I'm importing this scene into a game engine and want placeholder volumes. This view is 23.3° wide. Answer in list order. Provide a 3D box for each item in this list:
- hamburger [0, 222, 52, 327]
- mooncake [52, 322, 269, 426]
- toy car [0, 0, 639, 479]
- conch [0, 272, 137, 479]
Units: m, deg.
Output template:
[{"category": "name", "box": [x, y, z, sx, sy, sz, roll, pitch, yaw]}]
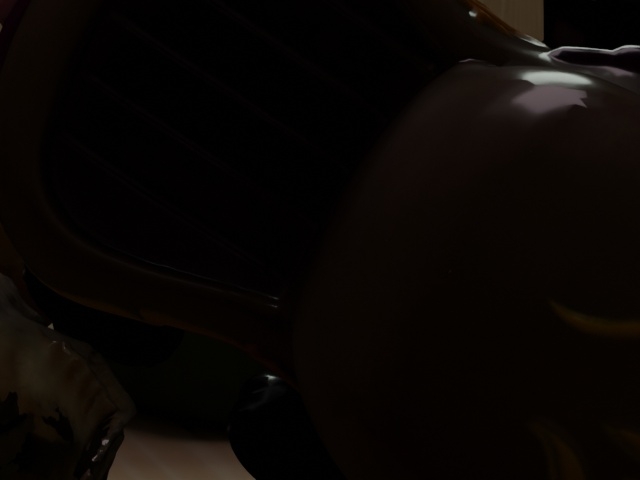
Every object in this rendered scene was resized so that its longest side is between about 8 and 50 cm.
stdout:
[{"category": "hamburger", "box": [-0.237, 0.025, 1.158, 0.155, 0.207, 0.135, 28, 22, -28]}, {"category": "mooncake", "box": [0.000, 0.000, 1.008, 0.356, 0.194, 0.356, -3, 5, 0]}, {"category": "toy car", "box": [0.021, -0.017, 0.600, 0.341, 0.271, 0.240, 36, 6, -4]}, {"category": "conch", "box": [-0.154, 0.079, 0.588, 0.155, 0.130, 0.207, -14, 16, 22]}]
